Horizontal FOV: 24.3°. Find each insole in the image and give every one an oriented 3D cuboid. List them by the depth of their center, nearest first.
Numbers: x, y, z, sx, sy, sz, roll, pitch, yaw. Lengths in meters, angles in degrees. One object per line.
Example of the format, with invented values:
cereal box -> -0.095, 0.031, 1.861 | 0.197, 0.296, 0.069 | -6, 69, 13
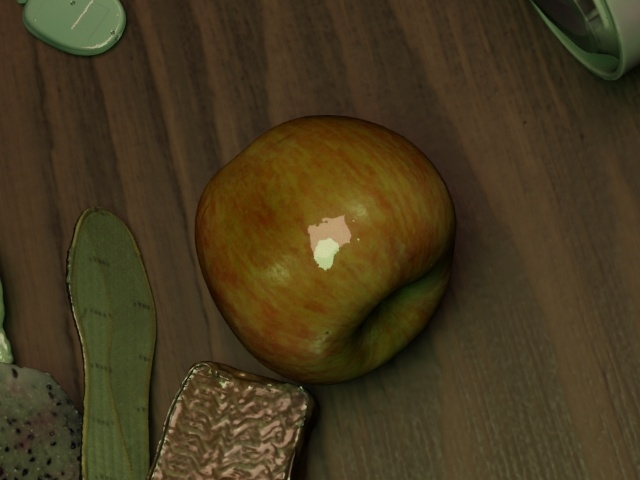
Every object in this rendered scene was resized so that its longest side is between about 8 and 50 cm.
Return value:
insole -> -0.214, 0.120, 1.534 | 0.009, 0.119, 0.348 | -28, 54, 37

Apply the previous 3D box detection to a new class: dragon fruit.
dragon fruit -> -0.347, 0.261, 1.477 | 0.204, 0.221, 0.283 | -26, 96, 43

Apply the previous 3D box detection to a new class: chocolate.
chocolate -> -0.090, 0.237, 1.481 | 0.148, 0.093, 0.214 | 13, 74, 18

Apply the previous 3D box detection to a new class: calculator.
calculator -> -0.296, -0.271, 1.743 | 0.153, 0.021, 0.095 | 30, 79, 17

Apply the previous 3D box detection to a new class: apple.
apple -> 0.000, 0.000, 1.458 | 0.264, 0.264, 0.264 | -4, 70, 11

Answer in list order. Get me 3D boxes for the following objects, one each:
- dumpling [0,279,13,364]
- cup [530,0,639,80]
dumpling -> -0.482, 0.112, 1.567 | 0.212, 0.270, 0.321 | 35, 106, 43
cup -> 0.366, -0.351, 1.506 | 0.371, 0.253, 0.253 | -32, 68, -3
